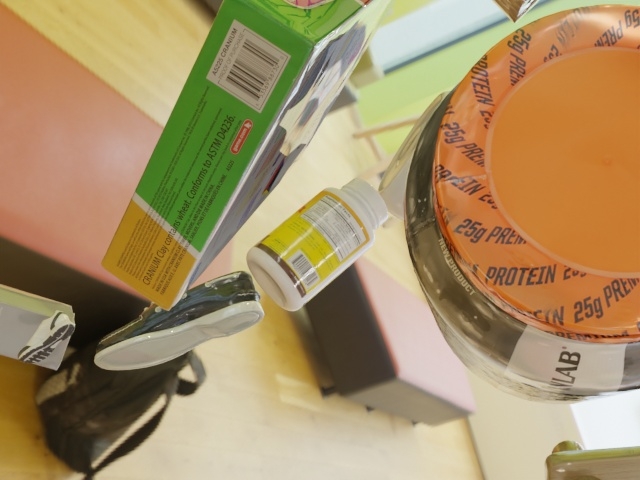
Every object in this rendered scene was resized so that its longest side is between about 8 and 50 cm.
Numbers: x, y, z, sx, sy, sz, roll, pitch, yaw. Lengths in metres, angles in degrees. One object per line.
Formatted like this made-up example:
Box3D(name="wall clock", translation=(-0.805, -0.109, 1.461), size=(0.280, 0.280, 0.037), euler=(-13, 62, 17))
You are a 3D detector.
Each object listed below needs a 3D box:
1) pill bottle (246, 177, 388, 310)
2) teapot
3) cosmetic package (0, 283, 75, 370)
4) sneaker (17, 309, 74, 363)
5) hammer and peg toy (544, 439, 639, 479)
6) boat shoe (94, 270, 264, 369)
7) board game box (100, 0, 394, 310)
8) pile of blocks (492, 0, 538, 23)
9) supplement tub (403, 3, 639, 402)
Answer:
Box3D(name="pill bottle", translation=(0.000, 0.000, 1.269), size=(0.117, 0.215, 0.117), euler=(43, -21, 21))
Box3D(name="teapot", translation=(0.229, -0.118, 1.414), size=(0.187, 0.252, 0.256), euler=(32, 23, -4))
Box3D(name="cosmetic package", translation=(-0.575, 0.142, 1.513), size=(0.238, 0.107, 0.127), euler=(24, 3, -20))
Box3D(name="sneaker", translation=(-0.447, 0.157, 1.356), size=(0.044, 0.109, 0.040), euler=(53, 3, 33))
Box3D(name="hammer and peg toy", translation=(0.304, 0.331, 0.849), size=(0.127, 0.361, 0.266), euler=(-86, 169, -74))
Box3D(name="boat shoe", translation=(-0.248, 0.139, 1.447), size=(0.114, 0.302, 0.091), euler=(77, -5, -62))
Box3D(name="board game box", translation=(-0.038, -0.116, 0.691), size=(0.064, 0.242, 0.316), euler=(33, 31, 0))
Box3D(name="pile of blocks", translation=(0.182, -0.432, 1.078), size=(0.362, 0.112, 0.149), euler=(48, 3, 30))
Box3D(name="supplement tub", translation=(0.164, 0.000, 0.547), size=(0.338, 0.207, 0.207), euler=(47, 25, -74))
